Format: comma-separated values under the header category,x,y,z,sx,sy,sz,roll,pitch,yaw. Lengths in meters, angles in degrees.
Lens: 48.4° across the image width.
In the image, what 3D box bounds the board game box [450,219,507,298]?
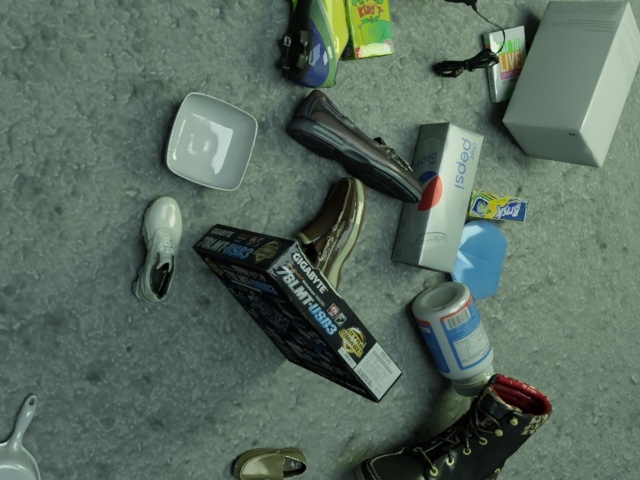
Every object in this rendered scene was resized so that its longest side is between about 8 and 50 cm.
category,x,y,z,sx,sy,sz,roll,pitch,yaw
board game box,0.331,0.040,1.528,0.133,0.033,0.169,20,80,-27

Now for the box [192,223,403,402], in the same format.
category,x,y,z,sx,sy,sz,roll,pitch,yaw
box,-0.045,0.110,1.146,0.073,0.295,0.293,-45,115,-20

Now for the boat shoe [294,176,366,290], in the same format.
category,x,y,z,sx,sy,sz,roll,pitch,yaw
boat shoe,0.004,0.001,1.284,0.095,0.095,0.258,19,86,-28

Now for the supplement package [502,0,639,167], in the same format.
category,x,y,z,sx,sy,sz,roll,pitch,yaw
supplement package,0.537,-0.331,1.506,0.177,0.175,0.293,33,77,-51

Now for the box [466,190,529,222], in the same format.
category,x,y,z,sx,sy,sz,roll,pitch,yaw
box,0.363,-0.073,1.517,0.168,0.059,0.054,4,95,-32

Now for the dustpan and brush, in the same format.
category,x,y,z,sx,sy,sz,roll,pitch,yaw
dustpan and brush,-0.466,0.335,1.058,0.147,0.060,0.211,25,89,-33

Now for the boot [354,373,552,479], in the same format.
category,x,y,z,sx,sy,sz,roll,pitch,yaw
boot,0.269,0.398,1.397,0.377,0.138,0.284,15,118,-36

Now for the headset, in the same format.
category,x,y,z,sx,sy,sz,roll,pitch,yaw
headset,0.256,-0.515,1.346,0.243,0.185,0.394,-42,118,-54

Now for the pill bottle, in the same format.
category,x,y,z,sx,sy,sz,roll,pitch,yaw
pill bottle,0.281,0.206,1.460,0.124,0.124,0.222,-34,113,-24

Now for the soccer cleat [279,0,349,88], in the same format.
category,x,y,z,sx,sy,sz,roll,pitch,yaw
soccer cleat,0.007,-0.409,1.249,0.121,0.093,0.289,10,91,-42

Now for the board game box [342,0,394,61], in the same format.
category,x,y,z,sx,sy,sz,roll,pitch,yaw
board game box,0.077,-0.429,1.311,0.092,0.043,0.181,-15,103,-29

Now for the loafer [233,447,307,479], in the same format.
category,x,y,z,sx,sy,sz,roll,pitch,yaw
loafer,-0.087,0.409,1.296,0.148,0.050,0.056,-3,97,-32

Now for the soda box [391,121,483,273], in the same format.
category,x,y,z,sx,sy,sz,roll,pitch,yaw
soda box,0.232,-0.085,1.416,0.098,0.091,0.287,15,87,-32

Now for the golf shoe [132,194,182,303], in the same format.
category,x,y,z,sx,sy,sz,roll,pitch,yaw
golf shoe,-0.247,0.016,1.134,0.069,0.086,0.176,8,90,-30

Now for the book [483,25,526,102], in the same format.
category,x,y,z,sx,sy,sz,roll,pitch,yaw
book,0.397,-0.377,1.525,0.096,0.035,0.144,-20,108,-27

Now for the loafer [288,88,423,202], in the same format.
category,x,y,z,sx,sy,sz,roll,pitch,yaw
loafer,0.084,-0.170,1.311,0.302,0.109,0.095,28,76,-28

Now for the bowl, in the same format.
category,x,y,z,sx,sy,sz,roll,pitch,yaw
bowl,-0.187,-0.160,1.171,0.142,0.053,0.142,19,85,-33
